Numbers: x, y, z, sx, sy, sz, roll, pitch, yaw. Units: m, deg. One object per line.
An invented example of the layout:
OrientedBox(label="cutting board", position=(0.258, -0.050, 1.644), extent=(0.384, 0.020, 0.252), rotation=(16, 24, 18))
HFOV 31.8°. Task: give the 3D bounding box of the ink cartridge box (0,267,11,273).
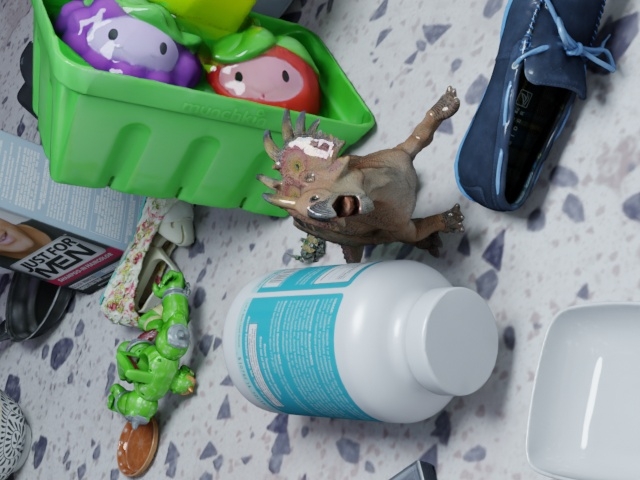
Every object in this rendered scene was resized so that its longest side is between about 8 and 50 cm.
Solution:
OrientedBox(label="ink cartridge box", position=(-0.563, 0.010, 1.855), extent=(0.045, 0.145, 0.179), rotation=(86, 178, -45))

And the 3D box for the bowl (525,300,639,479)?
OrientedBox(label="bowl", position=(0.230, 0.120, 0.855), extent=(0.142, 0.053, 0.142), rotation=(-3, 70, 51))

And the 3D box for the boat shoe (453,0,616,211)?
OrientedBox(label="boat shoe", position=(0.208, -0.144, 1.000), extent=(0.089, 0.109, 0.258), rotation=(-134, 55, -60))

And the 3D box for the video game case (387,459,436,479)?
OrientedBox(label="video game case", position=(0.056, 0.358, 0.977), extent=(0.196, 0.026, 0.274), rotation=(-42, 44, 31))

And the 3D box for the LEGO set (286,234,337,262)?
OrientedBox(label="LEGO set", position=(0.001, 0.002, 1.247), extent=(0.083, 0.023, 0.054), rotation=(-10, 65, 35))

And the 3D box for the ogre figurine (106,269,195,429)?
OrientedBox(label="ogre figurine", position=(-0.207, 0.147, 1.370), extent=(0.197, 0.097, 0.118), rotation=(-45, 29, 7))

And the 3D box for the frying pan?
OrientedBox(label="frying pan", position=(-0.459, 0.122, 1.745), extent=(0.326, 0.053, 0.197), rotation=(-63, 34, 8))

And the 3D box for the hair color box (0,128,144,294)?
OrientedBox(label="hair color box", position=(-0.420, -0.049, 1.509), extent=(0.185, 0.374, 0.114), rotation=(-24, 54, 44))

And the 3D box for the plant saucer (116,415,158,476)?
OrientedBox(label="plant saucer", position=(-0.227, 0.255, 1.407), extent=(0.083, 0.013, 0.084), rotation=(-27, 52, 41))

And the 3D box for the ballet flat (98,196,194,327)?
OrientedBox(label="ballet flat", position=(-0.210, 0.010, 1.478), extent=(0.077, 0.091, 0.241), rotation=(29, 100, 24))

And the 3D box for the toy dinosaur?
OrientedBox(label="toy dinosaur", position=(0.019, -0.042, 1.050), extent=(0.296, 0.200, 0.127), rotation=(128, 131, -68))

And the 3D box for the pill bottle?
OrientedBox(label="pill bottle", position=(0.036, 0.093, 1.040), extent=(0.264, 0.146, 0.146), rotation=(-6, 67, 51))

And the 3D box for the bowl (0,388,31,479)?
OrientedBox(label="bowl", position=(-0.478, 0.296, 1.650), extent=(0.170, 0.080, 0.170), rotation=(-29, 51, 42))

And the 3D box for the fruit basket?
OrientedBox(label="fruit basket", position=(-0.126, -0.244, 1.244), extent=(0.392, 0.392, 0.283), rotation=(-52, 38, 20))

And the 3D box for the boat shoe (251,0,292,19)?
OrientedBox(label="boat shoe", position=(-0.133, -0.298, 1.500), extent=(0.156, 0.135, 0.367), rotation=(45, 118, 55))

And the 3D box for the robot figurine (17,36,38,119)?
OrientedBox(label="robot figurine", position=(-0.352, -0.293, 1.726), extent=(0.278, 0.173, 0.209), rotation=(-46, 43, 28))
